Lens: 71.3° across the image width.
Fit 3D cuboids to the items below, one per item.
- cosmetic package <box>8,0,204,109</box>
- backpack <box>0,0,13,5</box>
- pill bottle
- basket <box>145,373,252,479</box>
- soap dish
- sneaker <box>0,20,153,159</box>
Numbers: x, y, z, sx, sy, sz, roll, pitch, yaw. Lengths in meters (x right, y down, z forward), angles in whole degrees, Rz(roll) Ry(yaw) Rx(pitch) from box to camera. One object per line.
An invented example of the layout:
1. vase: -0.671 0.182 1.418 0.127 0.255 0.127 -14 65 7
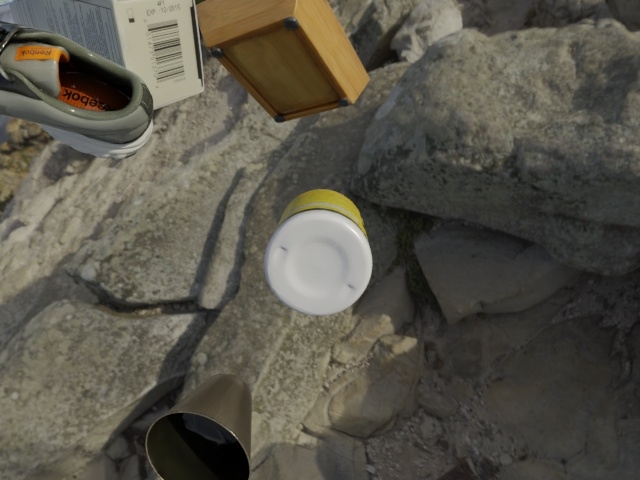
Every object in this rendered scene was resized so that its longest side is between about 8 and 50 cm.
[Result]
1. cosmetic package: -0.327 -0.315 0.676 0.296 0.153 0.129 27 44 26
2. backpack: -0.433 -0.360 0.561 0.084 0.114 0.105 12 62 22
3. pill bottle: 0.000 0.000 0.570 0.119 0.119 0.208 -26 14 9
4. basket: -0.217 0.376 0.906 0.204 0.227 0.154 36 95 -3
5. soap dish: -0.063 -0.353 0.854 0.228 0.291 0.118 -5 67 27
6. sneaker: -0.276 -0.150 0.376 0.108 0.271 0.101 -14 70 59
